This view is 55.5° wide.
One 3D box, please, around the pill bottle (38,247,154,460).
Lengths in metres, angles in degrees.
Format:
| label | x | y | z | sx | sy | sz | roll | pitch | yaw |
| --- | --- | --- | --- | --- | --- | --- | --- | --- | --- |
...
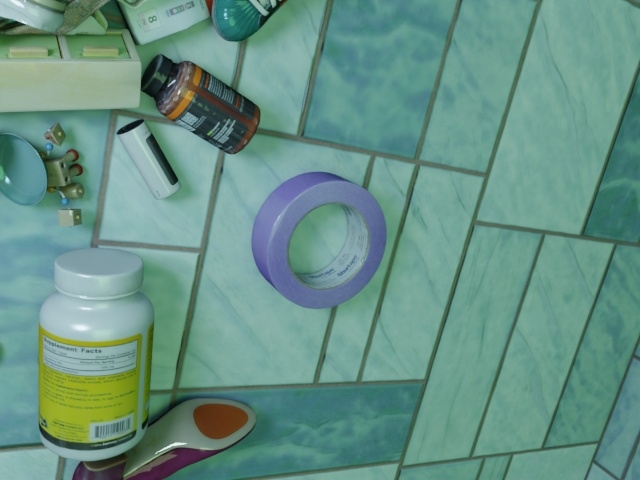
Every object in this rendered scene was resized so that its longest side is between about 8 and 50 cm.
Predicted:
| label | x | y | z | sx | sy | sz | roll | pitch | yaw |
| --- | --- | --- | --- | --- | --- | --- | --- | --- | --- |
| pill bottle | -0.389 | 0.191 | 1.062 | 0.188 | 0.188 | 0.334 | -1 | 108 | -29 |

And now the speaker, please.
| label | x | y | z | sx | sy | sz | roll | pitch | yaw |
| --- | --- | --- | --- | --- | --- | --- | --- | --- | --- |
| speaker | -0.300 | -0.142 | 1.066 | 0.055 | 0.055 | 0.136 | -33 | 120 | -15 |

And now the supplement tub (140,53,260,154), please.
| label | x | y | z | sx | sy | sz | roll | pitch | yaw |
| --- | --- | --- | --- | --- | --- | --- | --- | --- | --- |
| supplement tub | -0.207 | -0.238 | 1.051 | 0.198 | 0.106 | 0.106 | 30 | 93 | -34 |

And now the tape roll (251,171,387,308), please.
| label | x | y | z | sx | sy | sz | roll | pitch | yaw |
| --- | --- | --- | --- | --- | --- | --- | --- | --- | --- |
| tape roll | 0.000 | 0.000 | 1.263 | 0.275 | 0.090 | 0.275 | -10 | 113 | -25 |

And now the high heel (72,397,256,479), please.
| label | x | y | z | sx | sy | sz | roll | pitch | yaw |
| --- | --- | --- | --- | --- | --- | --- | --- | --- | --- |
| high heel | -0.320 | 0.438 | 1.268 | 0.377 | 0.127 | 0.181 | -3 | 138 | -32 |

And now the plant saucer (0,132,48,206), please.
| label | x | y | z | sx | sy | sz | roll | pitch | yaw |
| --- | --- | --- | --- | --- | --- | --- | --- | --- | --- |
| plant saucer | -0.475 | -0.114 | 0.965 | 0.021 | 0.119 | 0.119 | -45 | 137 | -60 |

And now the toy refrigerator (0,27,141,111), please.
| label | x | y | z | sx | sy | sz | roll | pitch | yaw |
| --- | --- | --- | --- | --- | --- | --- | --- | --- | --- |
| toy refrigerator | -0.416 | -0.261 | 0.911 | 0.269 | 0.102 | 0.094 | -7 | 140 | -26 |

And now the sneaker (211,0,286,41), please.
| label | x | y | z | sx | sy | sz | roll | pitch | yaw |
| --- | --- | --- | --- | --- | --- | --- | --- | --- | --- |
| sneaker | -0.066 | -0.462 | 1.023 | 0.108 | 0.121 | 0.302 | 39 | 84 | -40 |

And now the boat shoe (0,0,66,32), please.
| label | x | y | z | sx | sy | sz | roll | pitch | yaw |
| --- | --- | --- | --- | --- | --- | --- | --- | --- | --- |
| boat shoe | -0.465 | -0.313 | 0.801 | 0.113 | 0.302 | 0.103 | -12 | 123 | -69 |

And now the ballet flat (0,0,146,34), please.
| label | x | y | z | sx | sy | sz | roll | pitch | yaw |
| --- | --- | --- | --- | --- | --- | --- | --- | --- | --- |
| ballet flat | -0.322 | -0.368 | 0.892 | 0.316 | 0.107 | 0.106 | -31 | 147 | 2 |

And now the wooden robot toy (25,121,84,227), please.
| label | x | y | z | sx | sy | sz | roll | pitch | yaw |
| --- | --- | --- | --- | --- | --- | --- | --- | --- | --- |
| wooden robot toy | -0.446 | -0.107 | 1.007 | 0.079 | 0.076 | 0.173 | -2 | 114 | 9 |

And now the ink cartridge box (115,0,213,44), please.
| label | x | y | z | sx | sy | sz | roll | pitch | yaw |
| --- | --- | --- | --- | --- | --- | --- | --- | --- | --- |
| ink cartridge box | -0.232 | -0.449 | 0.990 | 0.232 | 0.066 | 0.189 | -26 | 119 | -13 |
